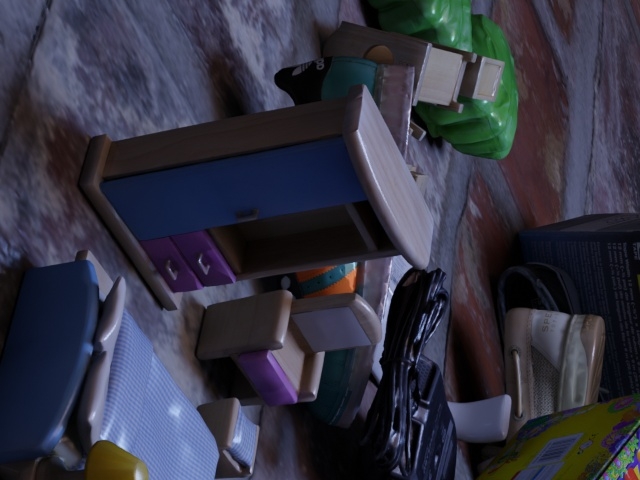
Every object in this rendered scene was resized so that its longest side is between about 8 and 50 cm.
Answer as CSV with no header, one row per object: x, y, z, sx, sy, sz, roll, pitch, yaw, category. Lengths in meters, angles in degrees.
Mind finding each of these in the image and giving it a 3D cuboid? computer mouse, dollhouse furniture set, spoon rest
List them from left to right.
-0.040,0.102,1.191,0.286,0.198,0.303,60,30,-43,dollhouse furniture set
0.065,0.159,1.563,0.272,0.072,0.188,77,24,-53,computer mouse
0.070,0.085,1.675,0.276,0.084,0.137,52,32,-28,spoon rest
0.074,-0.111,1.742,0.182,0.101,0.161,2,105,-63,dollhouse furniture set

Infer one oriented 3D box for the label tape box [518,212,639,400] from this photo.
0.375,0.099,2.092,0.115,0.348,0.249,-13,96,-26,label tape box

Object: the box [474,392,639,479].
0.247,0.335,1.661,0.290,0.177,0.279,-39,104,-44,box

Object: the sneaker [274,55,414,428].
0.000,0.000,1.491,0.108,0.121,0.302,-73,170,-78,sneaker

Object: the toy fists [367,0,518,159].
0.127,-0.194,1.889,0.279,0.096,0.142,57,23,-43,toy fists

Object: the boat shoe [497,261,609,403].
0.266,0.172,2.068,0.105,0.113,0.306,1,78,-62,boat shoe

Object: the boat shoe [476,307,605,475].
0.223,0.234,1.940,0.121,0.110,0.341,-35,133,-72,boat shoe
